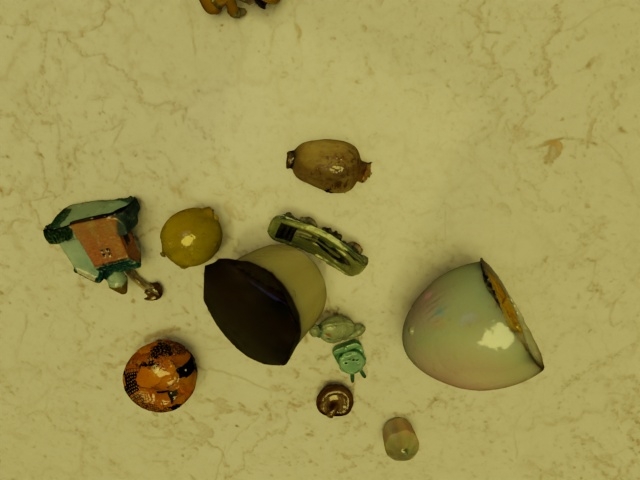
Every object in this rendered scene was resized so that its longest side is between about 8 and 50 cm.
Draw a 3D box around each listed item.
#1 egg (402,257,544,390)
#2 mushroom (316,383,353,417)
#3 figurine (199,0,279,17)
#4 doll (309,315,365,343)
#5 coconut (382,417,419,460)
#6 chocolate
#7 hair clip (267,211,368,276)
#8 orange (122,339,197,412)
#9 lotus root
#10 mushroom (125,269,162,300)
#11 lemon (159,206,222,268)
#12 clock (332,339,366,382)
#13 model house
[{"bbox_3d":[0.407,0.273,1.236,0.340,0.354,0.354,-31,100,24],"label":"egg"},{"bbox_3d":[0.048,0.543,1.424,0.126,0.085,0.109,10,67,1],"label":"mushroom"},{"bbox_3d":[-0.214,-0.704,1.135,0.257,0.167,0.192,-27,113,9],"label":"figurine"},{"bbox_3d":[0.048,0.286,1.353,0.214,0.071,0.103,8,143,-35],"label":"doll"},{"bbox_3d":[0.272,0.677,1.426,0.116,0.122,0.116,0,101,1],"label":"coconut"},{"bbox_3d":[-0.137,0.148,1.235,0.314,0.297,0.326,29,135,18],"label":"chocolate"},{"bbox_3d":[0.000,-0.002,1.311,0.321,0.138,0.091,28,57,-4],"label":"hair clip"},{"bbox_3d":[-0.515,0.436,1.364,0.235,0.182,0.234,-2,112,-4],"label":"orange"},{"bbox_3d":[0.025,-0.217,1.242,0.257,0.140,0.154,8,95,6],"label":"lotus root"},{"bbox_3d":[-0.588,0.123,1.366,0.187,0.061,0.060,43,101,-3],"label":"mushroom"},{"bbox_3d":[-0.387,-0.013,1.275,0.173,0.173,0.206,41,96,-7],"label":"lemon"},{"bbox_3d":[0.105,0.404,1.414,0.101,0.041,0.135,-23,100,6],"label":"clock"},{"bbox_3d":[-0.657,0.031,1.301,0.253,0.184,0.291,-11,112,1],"label":"model house"}]
